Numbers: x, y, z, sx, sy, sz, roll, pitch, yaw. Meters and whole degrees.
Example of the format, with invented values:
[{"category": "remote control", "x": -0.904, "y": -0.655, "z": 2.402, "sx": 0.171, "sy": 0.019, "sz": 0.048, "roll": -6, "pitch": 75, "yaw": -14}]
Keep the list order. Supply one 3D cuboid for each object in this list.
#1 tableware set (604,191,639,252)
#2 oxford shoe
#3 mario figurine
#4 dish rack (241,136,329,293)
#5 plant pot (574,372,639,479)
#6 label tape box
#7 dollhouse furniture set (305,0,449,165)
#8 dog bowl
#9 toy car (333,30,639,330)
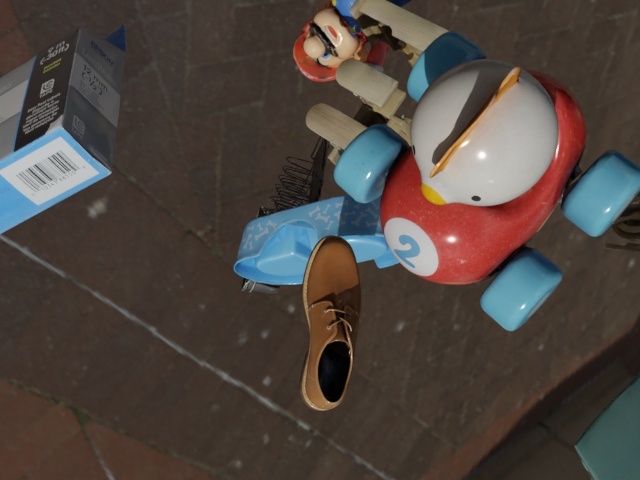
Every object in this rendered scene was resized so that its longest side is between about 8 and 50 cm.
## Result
[{"category": "tableware set", "x": 0.582, "y": -0.038, "z": 1.577, "sx": 0.039, "sy": 0.194, "sz": 0.128, "roll": 54, "pitch": 53, "yaw": -46}, {"category": "oxford shoe", "x": 0.020, "y": 0.096, "z": 1.121, "sx": 0.076, "sy": 0.076, "sz": 0.212, "roll": 4, "pitch": 80, "yaw": -14}, {"category": "mario figurine", "x": 0.047, "y": -0.356, "z": 1.512, "sx": 0.170, "sy": 0.198, "sz": 0.320, "roll": 10, "pitch": 149, "yaw": -28}, {"category": "dish rack", "x": -0.056, "y": -0.052, "z": 1.657, "sx": 0.208, "sy": 0.074, "sz": 0.271, "roll": -86, "pitch": -163, "yaw": -49}, {"category": "plant pot", "x": 0.368, "y": 0.192, "z": 0.856, "sx": 0.234, "sy": 0.165, "sz": 0.166, "roll": -30, "pitch": 130, "yaw": 4}, {"category": "label tape box", "x": -0.426, "y": -0.196, "z": 1.417, "sx": 0.249, "sy": 0.347, "sz": 0.115, "roll": -25, "pitch": 135, "yaw": 21}, {"category": "dollhouse furniture set", "x": 0.076, "y": -0.219, "z": 1.399, "sx": 0.242, "sy": 0.161, "sz": 0.212, "roll": -56, "pitch": 154, "yaw": -2}, {"category": "dog bowl", "x": 0.000, "y": 0.000, "z": 1.469, "sx": 0.166, "sy": 0.297, "sz": 0.074, "roll": 24, "pitch": 60, "yaw": -50}, {"category": "toy car", "x": 0.120, "y": -0.063, "z": 0.761, "sx": 0.210, "sy": 0.219, "sz": 0.238, "roll": -50, "pitch": 163, "yaw": 8}]
